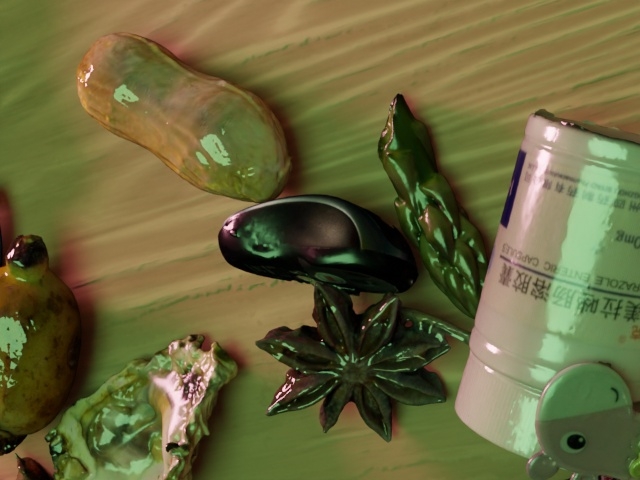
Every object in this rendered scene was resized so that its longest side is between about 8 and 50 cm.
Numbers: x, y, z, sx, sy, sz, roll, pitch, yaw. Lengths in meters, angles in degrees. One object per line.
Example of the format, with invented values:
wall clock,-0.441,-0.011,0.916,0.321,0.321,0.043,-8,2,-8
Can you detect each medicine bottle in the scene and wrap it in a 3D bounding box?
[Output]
medicine bottle,0.260,0.051,1.193,0.190,0.190,0.332,18,103,23

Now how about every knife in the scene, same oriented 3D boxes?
knife,0.386,0.219,1.132,0.398,0.038,0.132,16,105,-10

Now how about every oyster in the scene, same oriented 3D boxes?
oyster,-0.226,0.264,1.497,0.354,0.107,0.201,-38,49,21

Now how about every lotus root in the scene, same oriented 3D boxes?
lotus root,-0.393,0.138,1.540,0.169,0.141,0.314,21,105,9

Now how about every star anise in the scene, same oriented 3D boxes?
star anise,0.054,0.130,1.338,0.262,0.081,0.230,-20,112,13

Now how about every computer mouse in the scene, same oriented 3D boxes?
computer mouse,0.000,0.000,1.343,0.233,0.137,0.096,10,74,17

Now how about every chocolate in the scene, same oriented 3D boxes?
chocolate,-0.161,-0.149,1.407,0.309,0.134,0.134,34,109,21

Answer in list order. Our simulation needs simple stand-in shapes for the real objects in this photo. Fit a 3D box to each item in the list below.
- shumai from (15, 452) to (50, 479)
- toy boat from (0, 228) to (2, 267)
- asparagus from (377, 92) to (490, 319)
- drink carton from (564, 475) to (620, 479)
shumai,-0.430,0.378,1.583,0.206,0.166,0.175,40,100,-16
toy boat,-0.497,0.058,1.610,0.129,0.088,0.295,28,107,20
asparagus,0.125,-0.025,1.314,0.080,0.080,0.287,-32,82,25
drink carton,0.269,0.311,1.248,0.222,0.134,0.102,-26,84,25
